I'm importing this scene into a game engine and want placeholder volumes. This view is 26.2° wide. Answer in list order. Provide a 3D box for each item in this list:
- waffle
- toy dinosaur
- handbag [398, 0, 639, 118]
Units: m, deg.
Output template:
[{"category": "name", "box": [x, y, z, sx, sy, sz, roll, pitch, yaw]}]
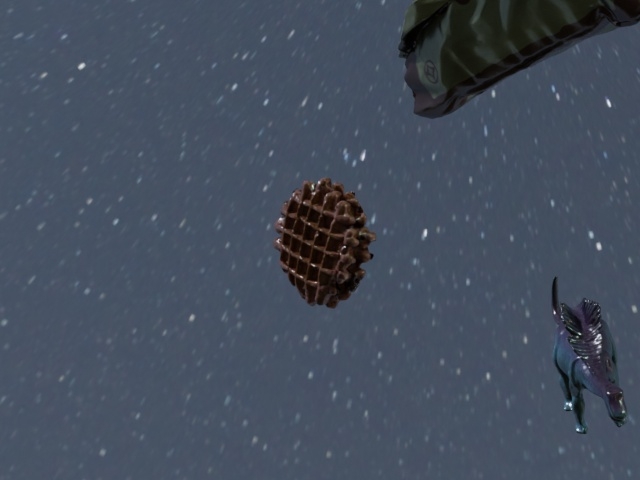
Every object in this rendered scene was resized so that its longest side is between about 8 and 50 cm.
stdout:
[{"category": "waffle", "box": [0.000, 0.000, 0.886, 0.075, 0.029, 0.083, -46, -124, 36]}, {"category": "toy dinosaur", "box": [0.181, 0.080, 0.931, 0.045, 0.197, 0.080, -9, -68, 2]}, {"category": "handbag", "box": [0.135, -0.213, 0.975, 0.235, 0.127, 0.213, -21, -113, 47]}]
